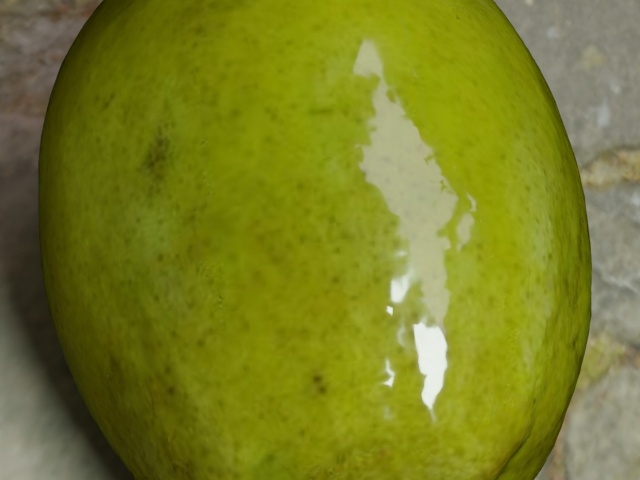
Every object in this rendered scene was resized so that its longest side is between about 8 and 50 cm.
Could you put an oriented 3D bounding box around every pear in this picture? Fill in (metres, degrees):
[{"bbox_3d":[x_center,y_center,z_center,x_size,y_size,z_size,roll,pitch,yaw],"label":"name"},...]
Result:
[{"bbox_3d":[0.000,0.000,0.870,0.253,0.253,0.307,3,50,-33],"label":"pear"}]
